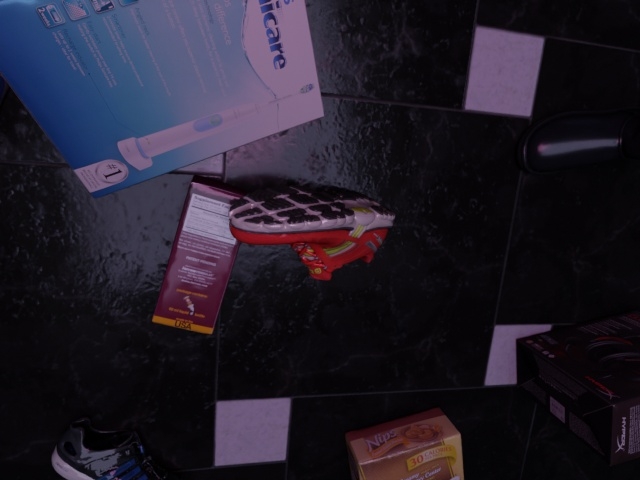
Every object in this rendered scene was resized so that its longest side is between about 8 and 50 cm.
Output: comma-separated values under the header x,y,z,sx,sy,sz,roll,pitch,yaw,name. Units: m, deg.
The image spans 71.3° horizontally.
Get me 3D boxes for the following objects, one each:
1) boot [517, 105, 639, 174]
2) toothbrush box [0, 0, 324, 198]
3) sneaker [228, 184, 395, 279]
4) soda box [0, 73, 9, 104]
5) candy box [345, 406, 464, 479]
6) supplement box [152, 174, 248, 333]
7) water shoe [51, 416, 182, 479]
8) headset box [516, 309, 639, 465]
x,y,z,sx,sy,sz,roll,pitch,yaw,name
0.454,-0.151,0.654,0.247,0.207,0.094,-14,106,-9,boot
-0.163,-0.206,0.492,0.296,0.126,0.216,-22,139,-6,toothbrush box
0.000,0.000,0.592,0.279,0.107,0.118,-1,116,-45,sneaker
-0.395,-0.219,0.497,0.083,0.092,0.263,29,95,-17,soda box
0.159,0.476,0.798,0.183,0.087,0.316,-11,106,-11,candy box
-0.158,0.015,0.604,0.081,0.104,0.188,16,99,-16,supplement box
-0.289,0.334,0.667,0.203,0.073,0.080,29,93,-18,water shoe
0.528,0.227,0.757,0.293,0.218,0.110,-10,105,-10,headset box
